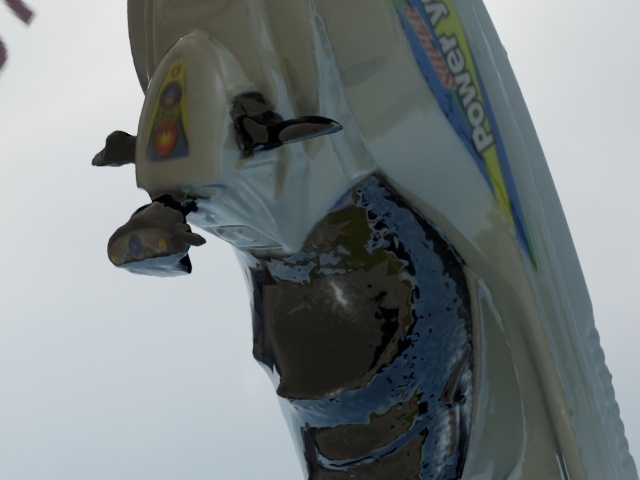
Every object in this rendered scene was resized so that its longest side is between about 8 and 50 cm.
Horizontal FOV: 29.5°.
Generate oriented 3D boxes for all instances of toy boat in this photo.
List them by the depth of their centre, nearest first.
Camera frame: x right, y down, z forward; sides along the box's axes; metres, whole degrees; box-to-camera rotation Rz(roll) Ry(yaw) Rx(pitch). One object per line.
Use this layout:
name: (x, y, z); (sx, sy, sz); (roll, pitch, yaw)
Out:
toy boat: (0.006, 0.001, 0.404); (0.141, 0.269, 0.140); (-24, -152, 14)
